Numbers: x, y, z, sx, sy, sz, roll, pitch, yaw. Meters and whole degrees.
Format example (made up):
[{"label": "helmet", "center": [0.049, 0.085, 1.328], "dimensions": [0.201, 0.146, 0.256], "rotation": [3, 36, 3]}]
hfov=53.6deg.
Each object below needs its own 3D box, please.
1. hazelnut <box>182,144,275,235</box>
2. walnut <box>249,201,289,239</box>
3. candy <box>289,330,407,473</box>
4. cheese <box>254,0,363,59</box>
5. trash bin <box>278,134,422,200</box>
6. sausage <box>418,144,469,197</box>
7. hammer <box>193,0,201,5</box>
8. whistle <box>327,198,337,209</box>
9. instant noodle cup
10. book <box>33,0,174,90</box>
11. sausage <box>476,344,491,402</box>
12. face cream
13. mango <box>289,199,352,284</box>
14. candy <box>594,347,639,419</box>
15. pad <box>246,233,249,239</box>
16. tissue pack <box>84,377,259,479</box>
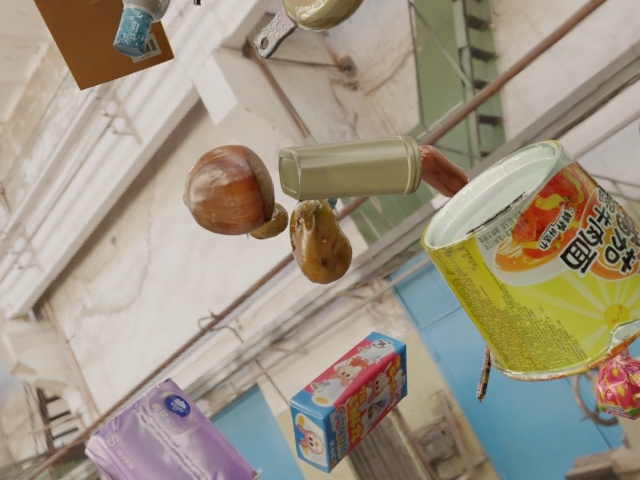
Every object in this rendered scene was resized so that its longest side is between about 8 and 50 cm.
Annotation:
[{"label": "hazelnut", "center": [-0.204, -0.110, 1.424], "dimensions": [0.214, 0.214, 0.176], "rotation": [-26, 15, -13]}, {"label": "walnut", "center": [-0.143, -0.052, 1.674], "dimensions": [0.125, 0.105, 0.105], "rotation": [-20, -17, -40]}, {"label": "candy", "center": [0.071, 0.347, 1.396], "dimensions": [0.306, 0.100, 0.157], "rotation": [-30, -54, -41]}, {"label": "cheese", "center": [-0.026, -0.430, 1.126], "dimensions": [0.286, 0.163, 0.082], "rotation": [-32, -21, 37]}, {"label": "trash bin", "center": [0.052, -0.147, 1.302], "dimensions": [0.248, 0.121, 0.243], "rotation": [-7, 11, -13]}, {"label": "sausage", "center": [0.268, -0.154, 1.438], "dimensions": [0.077, 0.077, 0.194], "rotation": [-37, -44, 27]}, {"label": "hammer", "center": [-0.285, -0.625, 1.559], "dimensions": [0.021, 0.065, 0.178], "rotation": [1, 7, -25]}, {"label": "whistle", "center": [0.007, -0.114, 2.024], "dimensions": [0.235, 0.077, 0.114], "rotation": [-48, -8, 31]}, {"label": "instant noodle cup", "center": [0.265, 0.014, 0.790], "dimensions": [0.264, 0.200, 0.264], "rotation": [-40, 9, 8]}, {"label": "book", "center": [-0.542, -0.571, 1.536], "dimensions": [0.263, 0.028, 0.373], "rotation": [-20, -50, -5]}, {"label": "sausage", "center": [0.456, 0.349, 1.743], "dimensions": [0.025, 0.198, 0.028], "rotation": [12, -21, 13]}, {"label": "face cream", "center": [-0.351, -0.540, 1.300], "dimensions": [0.080, 0.336, 0.163], "rotation": [10, -11, 6]}, {"label": "mango", "center": [0.000, 0.000, 1.651], "dimensions": [0.156, 0.248, 0.151], "rotation": [-10, 18, -1]}, {"label": "candy", "center": [0.603, 0.189, 1.303], "dimensions": [0.124, 0.365, 0.124], "rotation": [-15, 4, 1]}, {"label": "pad", "center": [-0.225, -0.129, 1.903], "dimensions": [0.006, 0.245, 0.170], "rotation": [1, -61, -17]}, {"label": "tissue pack", "center": [-0.340, 0.523, 1.477], "dimensions": [0.242, 0.338, 0.160], "rotation": [-38, -12, -39]}]
